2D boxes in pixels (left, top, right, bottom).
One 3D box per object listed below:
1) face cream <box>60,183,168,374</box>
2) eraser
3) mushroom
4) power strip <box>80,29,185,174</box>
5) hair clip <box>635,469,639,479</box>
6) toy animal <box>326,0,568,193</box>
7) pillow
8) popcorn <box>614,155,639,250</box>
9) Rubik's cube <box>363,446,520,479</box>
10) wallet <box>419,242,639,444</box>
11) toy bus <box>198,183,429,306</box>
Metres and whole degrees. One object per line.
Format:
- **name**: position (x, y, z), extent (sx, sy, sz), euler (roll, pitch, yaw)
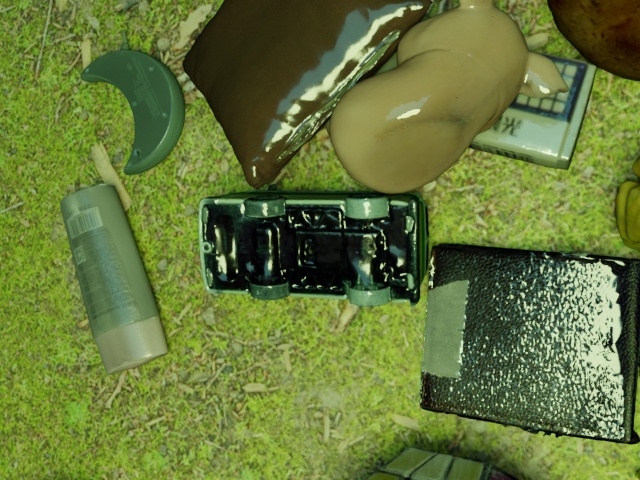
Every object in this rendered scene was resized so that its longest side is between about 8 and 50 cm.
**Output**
- **face cream**: position (-0.307, 0.056, 1.083), extent (0.107, 0.073, 0.269), euler (-23, 79, 21)
- **eraser**: position (0.189, -0.182, 0.933), extent (0.279, 0.081, 0.124), euler (17, 91, 18)
- **mushroom**: position (0.375, -0.304, 0.814), extent (0.267, 0.254, 0.267), euler (-1, 118, -3)
- **power strip**: position (-0.277, -0.215, 1.107), extent (0.137, 0.044, 0.216), euler (-27, 79, 14)
- **hair clip**: position (0.437, 0.227, 0.843), extent (0.173, 0.046, 0.072), euler (-45, 79, 9)
- **toy animal**: position (0.122, -0.161, 0.825), extent (0.250, 0.154, 0.166), euler (-42, 118, 8)
- **pillow**: position (-0.042, -0.266, 0.966), extent (0.308, 0.108, 0.305), euler (-45, 50, 15)
- **popcorn**: position (0.441, -0.035, 0.779), extent (0.226, 0.203, 0.200), euler (24, 104, -1)
- **Rubik's cube**: position (0.141, 0.389, 0.811), extent (0.264, 0.319, 0.319), euler (40, 99, 42)
- **wallet**: position (0.258, 0.119, 0.905), extent (0.262, 0.071, 0.221), euler (4, 92, 22)
- **toy bus**: position (0.000, 0.000, 0.940), extent (0.276, 0.165, 0.134), euler (2, 101, 19)
